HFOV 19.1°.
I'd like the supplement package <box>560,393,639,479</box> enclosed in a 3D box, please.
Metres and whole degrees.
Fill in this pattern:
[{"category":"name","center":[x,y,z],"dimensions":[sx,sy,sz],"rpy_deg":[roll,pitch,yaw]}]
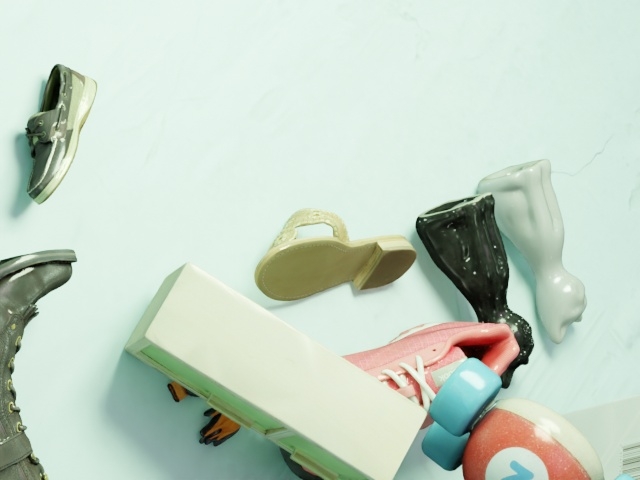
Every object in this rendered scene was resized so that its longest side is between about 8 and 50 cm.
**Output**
[{"category":"supplement package","center":[0.409,0.303,2.148],"dimensions":[0.293,0.175,0.177],"rpy_deg":[22,61,-35]}]

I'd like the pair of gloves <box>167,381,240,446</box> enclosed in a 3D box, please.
[{"category":"pair of gloves","center":[-0.107,0.156,1.856],"dimensions":[0.074,0.010,0.083],"rpy_deg":[-36,98,-41]}]

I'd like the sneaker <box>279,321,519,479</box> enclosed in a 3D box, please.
[{"category":"sneaker","center":[0.082,0.144,1.941],"dimensions":[0.314,0.136,0.116],"rpy_deg":[-26,92,-43]}]

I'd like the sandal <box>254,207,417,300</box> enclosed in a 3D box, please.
[{"category":"sandal","center":[-0.004,0.005,1.973],"dimensions":[0.240,0.088,0.079],"rpy_deg":[0,44,-49]}]

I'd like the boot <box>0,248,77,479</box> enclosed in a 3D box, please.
[{"category":"boot","center":[-0.284,0.145,1.664],"dimensions":[0.263,0.091,0.229],"rpy_deg":[-30,102,-39]}]

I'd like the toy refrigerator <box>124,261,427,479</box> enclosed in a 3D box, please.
[{"category":"toy refrigerator","center":[-0.045,0.136,1.796],"dimensions":[0.269,0.102,0.094],"rpy_deg":[32,73,-10]}]

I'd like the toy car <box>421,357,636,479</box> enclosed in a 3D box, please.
[{"category":"toy car","center":[0.152,0.280,1.799],"dimensions":[0.219,0.210,0.238],"rpy_deg":[37,70,14]}]

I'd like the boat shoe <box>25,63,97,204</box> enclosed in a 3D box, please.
[{"category":"boat shoe","center":[-0.255,-0.101,1.788],"dimensions":[0.049,0.056,0.152],"rpy_deg":[32,47,-24]}]

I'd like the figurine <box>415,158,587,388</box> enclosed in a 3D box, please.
[{"category":"figurine","center":[0.219,0.035,2.135],"dimensions":[0.215,0.092,0.209],"rpy_deg":[-29,101,-49]}]
